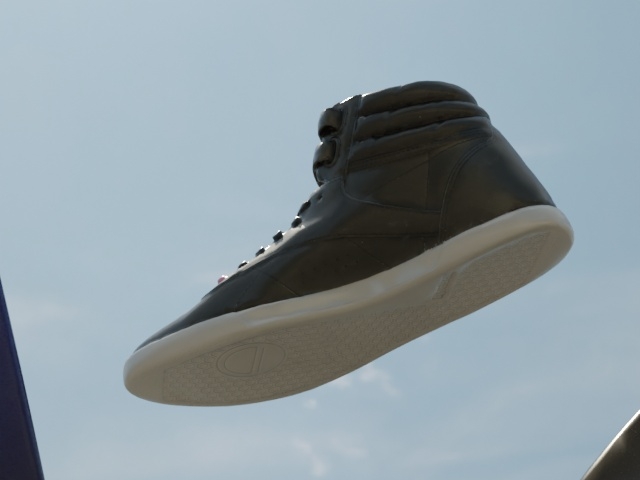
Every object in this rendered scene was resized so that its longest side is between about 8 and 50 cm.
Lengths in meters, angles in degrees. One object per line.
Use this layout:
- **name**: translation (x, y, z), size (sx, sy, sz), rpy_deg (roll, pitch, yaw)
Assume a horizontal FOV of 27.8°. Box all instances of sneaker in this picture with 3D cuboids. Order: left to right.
- **sneaker**: translation (0.000, 0.000, 0.837), size (0.296, 0.147, 0.104), rpy_deg (-24, -31, 7)

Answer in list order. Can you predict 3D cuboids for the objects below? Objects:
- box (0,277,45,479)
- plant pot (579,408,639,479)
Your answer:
- **box**: translation (-0.133, 0.076, 0.504), size (0.036, 0.225, 0.136), rpy_deg (-10, -14, -17)
- **plant pot**: translation (0.276, 0.135, 0.681), size (0.187, 0.167, 0.188), rpy_deg (-9, -52, 49)
